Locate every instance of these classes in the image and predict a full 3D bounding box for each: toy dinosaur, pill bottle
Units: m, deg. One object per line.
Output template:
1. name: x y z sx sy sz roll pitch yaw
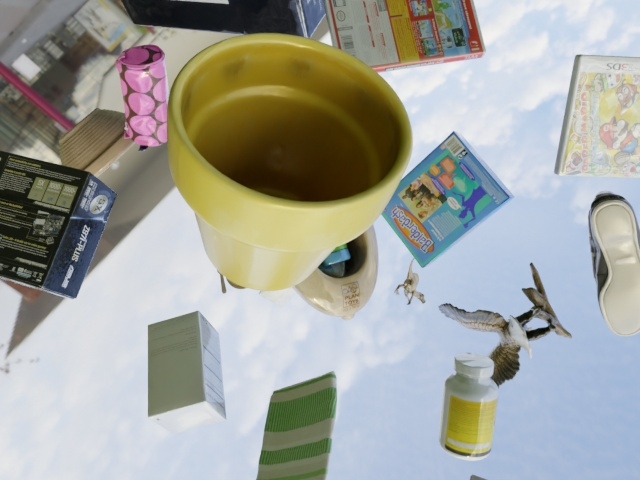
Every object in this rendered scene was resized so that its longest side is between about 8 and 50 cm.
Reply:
1. toy dinosaur: 0.258 0.123 1.607 0.053 0.183 0.092 17 -132 40
2. pill bottle: 0.286 0.317 1.072 0.103 0.103 0.184 21 -69 58

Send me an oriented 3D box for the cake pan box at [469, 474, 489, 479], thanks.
1. cake pan box: 0.320 0.465 0.785 0.267 0.246 0.070 13 -138 20

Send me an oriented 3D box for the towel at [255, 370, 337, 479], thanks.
1. towel: -0.064 0.485 1.334 0.248 0.038 0.325 -28 -146 36

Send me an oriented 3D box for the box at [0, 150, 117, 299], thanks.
1. box: -0.370 -0.024 0.683 0.180 0.077 0.147 13 -104 9

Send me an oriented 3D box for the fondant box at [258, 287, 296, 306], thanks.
1. fondant box: -0.064 0.030 1.844 0.238 0.096 0.330 -48 -166 54

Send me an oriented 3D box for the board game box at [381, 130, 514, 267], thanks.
1. board game box: 0.226 -0.074 1.044 0.210 0.160 0.047 -42 165 26

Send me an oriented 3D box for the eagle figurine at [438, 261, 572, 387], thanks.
1. eagle figurine: 0.440 0.232 1.357 0.298 0.225 0.226 -32 -146 36

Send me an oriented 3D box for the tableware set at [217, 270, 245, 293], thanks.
1. tableware set: -0.210 0.026 1.391 0.128 0.039 0.194 -16 -108 7

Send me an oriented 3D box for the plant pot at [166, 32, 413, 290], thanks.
1. plant pot: -0.050 -0.066 0.655 0.239 0.254 0.254 111 -1 -53

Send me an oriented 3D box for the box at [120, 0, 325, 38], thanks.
1. box: -0.169 -0.714 1.220 0.480 0.297 0.472 14 -120 23

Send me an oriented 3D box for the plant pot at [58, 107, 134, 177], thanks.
1. plant pot: -0.528 -0.234 1.308 0.237 0.110 0.237 -32 -155 17

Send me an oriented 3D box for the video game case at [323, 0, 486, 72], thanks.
1. video game case: 0.156 -0.426 1.063 0.285 0.204 0.025 -10 170 -5

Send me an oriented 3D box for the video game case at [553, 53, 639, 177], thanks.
1. video game case: 0.567 -0.233 1.065 0.206 0.227 0.026 1 -160 -5

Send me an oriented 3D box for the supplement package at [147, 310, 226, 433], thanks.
1. supplement package: -0.242 0.238 1.007 0.105 0.105 0.179 -16 -126 4

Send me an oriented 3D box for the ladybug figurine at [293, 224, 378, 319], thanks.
1. ladybug figurine: 0.000 0.000 1.509 0.305 0.449 0.162 -11 175 -32

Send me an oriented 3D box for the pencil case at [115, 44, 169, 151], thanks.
1. pencil case: -0.353 -0.286 1.112 0.209 0.098 0.095 102 -12 -47

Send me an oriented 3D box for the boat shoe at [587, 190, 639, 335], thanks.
1. boat shoe: 0.655 0.047 1.218 0.112 0.335 0.095 -10 -159 24
